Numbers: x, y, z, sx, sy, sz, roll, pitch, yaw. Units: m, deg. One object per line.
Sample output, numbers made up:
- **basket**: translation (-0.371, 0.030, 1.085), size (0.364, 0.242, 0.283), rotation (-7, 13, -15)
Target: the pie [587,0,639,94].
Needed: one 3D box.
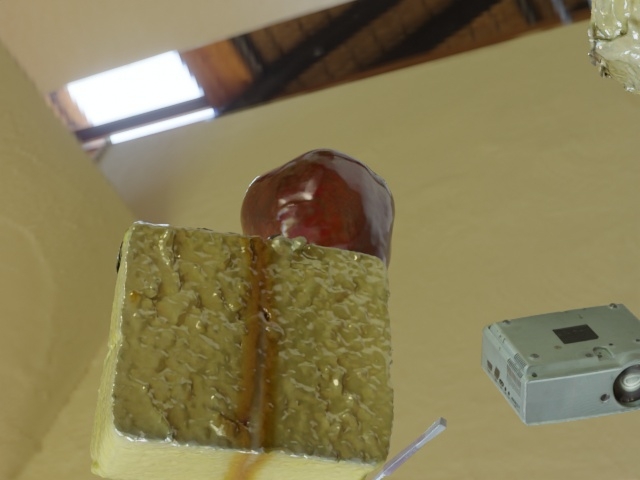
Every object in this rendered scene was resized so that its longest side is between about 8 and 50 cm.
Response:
- **pie**: translation (0.239, -0.268, 1.065), size (0.339, 0.083, 0.339), rotation (-4, -90, -70)

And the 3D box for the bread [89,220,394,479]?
- **bread**: translation (-0.074, 0.114, 1.282), size (0.264, 0.198, 0.236), rotation (9, -118, -16)

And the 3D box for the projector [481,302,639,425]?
- **projector**: translation (0.237, 0.110, 1.274), size (0.115, 0.147, 0.061), rotation (-121, 26, -61)

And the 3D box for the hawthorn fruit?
- **hawthorn fruit**: translation (0.000, 0.000, 1.780), size (0.208, 0.208, 0.248), rotation (57, -165, -28)

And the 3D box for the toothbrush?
- **toothbrush**: translation (0.097, 0.283, 1.747), size (0.017, 0.194, 0.014), rotation (30, -145, -16)
